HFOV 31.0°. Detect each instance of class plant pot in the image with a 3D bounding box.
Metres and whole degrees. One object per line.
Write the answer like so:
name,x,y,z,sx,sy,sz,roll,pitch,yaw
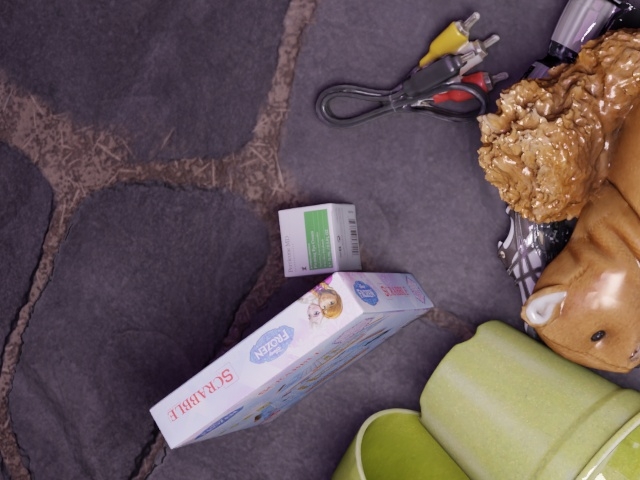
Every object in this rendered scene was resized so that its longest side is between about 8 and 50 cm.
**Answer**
plant pot,0.276,0.245,1.507,0.254,0.276,0.276,39,102,30
plant pot,0.085,0.428,1.575,0.275,0.275,0.293,46,121,16

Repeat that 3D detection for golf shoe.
golf shoe,0.291,0.039,1.597,0.094,0.077,0.198,4,88,38

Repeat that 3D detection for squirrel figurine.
squirrel figurine,0.369,-0.045,1.427,0.397,0.281,0.370,45,106,6

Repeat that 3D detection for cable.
cable,0.136,-0.212,1.679,0.287,0.072,0.139,-22,98,31

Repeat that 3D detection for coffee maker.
coffee maker,0.369,-0.230,1.540,0.171,0.120,0.178,33,101,18

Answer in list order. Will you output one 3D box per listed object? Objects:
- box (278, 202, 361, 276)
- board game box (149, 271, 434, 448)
box,0.000,0.000,1.684,0.087,0.102,0.101,-7,87,23
board game box,-0.028,0.156,1.576,0.318,0.318,0.066,-37,76,15
